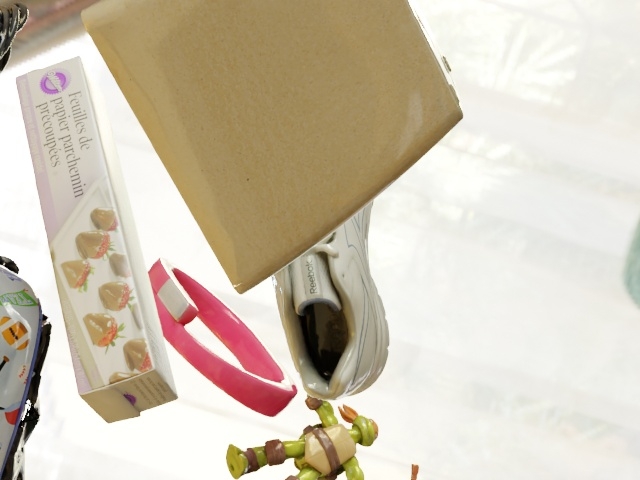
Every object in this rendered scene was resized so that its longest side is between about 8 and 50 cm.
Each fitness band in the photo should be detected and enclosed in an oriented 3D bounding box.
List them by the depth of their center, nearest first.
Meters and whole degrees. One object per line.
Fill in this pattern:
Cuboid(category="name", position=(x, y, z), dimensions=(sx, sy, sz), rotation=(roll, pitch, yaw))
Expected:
Cuboid(category="fitness band", position=(-0.133, 0.122, 1.582), dimensions=(0.054, 0.209, 0.291), rotation=(-48, 30, 3))

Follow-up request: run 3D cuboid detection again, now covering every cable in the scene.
Cuboid(category="cable", position=(-0.334, -0.159, 1.251), dimensions=(0.184, 0.047, 0.150), rotation=(-84, 12, -56))

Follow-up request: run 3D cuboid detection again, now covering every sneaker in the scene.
Cuboid(category="sneaker", position=(0.000, 0.000, 1.094), dimensions=(0.129, 0.111, 0.297), rotation=(-38, -66, -80))

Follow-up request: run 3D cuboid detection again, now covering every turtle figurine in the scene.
Cuboid(category="turtle figurine", position=(-0.009, 0.258, 1.588), dimensions=(0.087, 0.217, 0.269), rotation=(-30, 81, 62))

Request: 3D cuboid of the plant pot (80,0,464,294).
Cuboid(category="plant pot", position=(-0.008, -0.063, 0.453), dimensions=(0.109, 0.096, 0.109), rotation=(61, -169, -15))

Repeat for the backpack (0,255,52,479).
Cuboid(category="backpack", position=(-0.347, 0.121, 1.093), dimensions=(0.263, 0.213, 0.277), rotation=(1, 81, 55))

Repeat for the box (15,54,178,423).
Cuboid(category="box", position=(-0.187, -0.008, 1.028), dimensions=(0.067, 0.063, 0.324), rotation=(69, -179, -59))
